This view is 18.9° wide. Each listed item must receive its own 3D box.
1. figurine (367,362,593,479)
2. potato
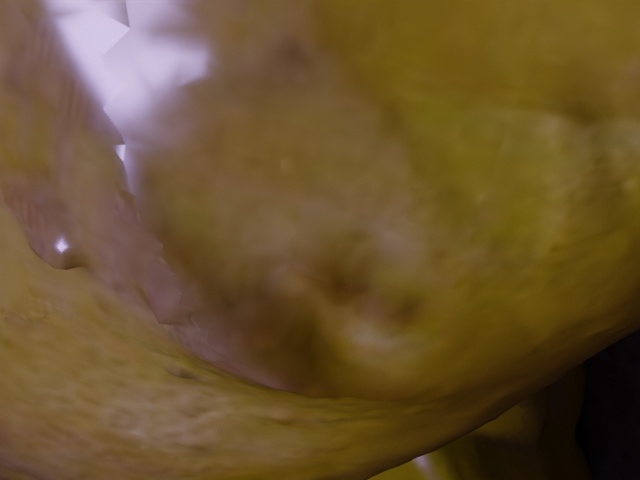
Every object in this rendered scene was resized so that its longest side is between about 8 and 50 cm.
[{"bbox_3d":[0.002,0.007,0.682,0.169,0.218,0.327,-8,86,15],"label":"figurine"},{"bbox_3d":[0.035,-0.050,0.469,0.290,0.397,0.296,-82,9,-51],"label":"potato"}]
